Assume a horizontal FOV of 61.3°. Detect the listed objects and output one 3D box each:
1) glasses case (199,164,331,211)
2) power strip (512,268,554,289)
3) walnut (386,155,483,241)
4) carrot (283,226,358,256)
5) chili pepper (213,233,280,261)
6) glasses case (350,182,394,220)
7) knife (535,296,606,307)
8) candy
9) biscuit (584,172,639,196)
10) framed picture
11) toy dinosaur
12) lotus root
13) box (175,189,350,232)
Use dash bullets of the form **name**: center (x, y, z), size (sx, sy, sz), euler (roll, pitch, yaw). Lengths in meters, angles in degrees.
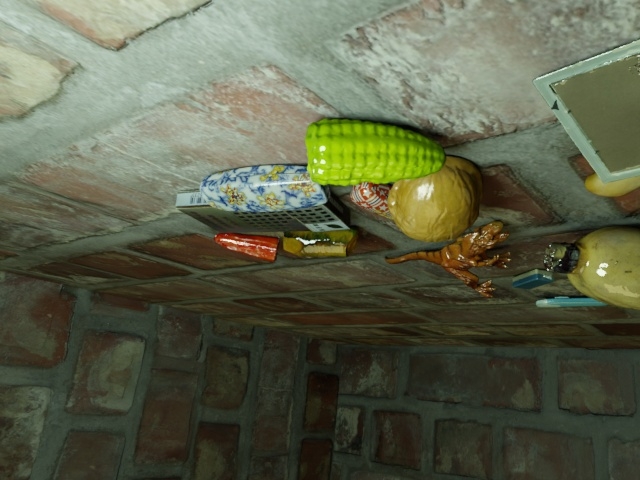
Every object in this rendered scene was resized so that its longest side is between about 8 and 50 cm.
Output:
- **glasses case**: center (-0.103, -0.093, 0.979), size (0.247, 0.065, 0.087), euler (0, 152, 22)
- **power strip**: center (0.592, 0.108, 1.503), size (0.056, 0.032, 0.123), euler (8, 163, -11)
- **walnut**: center (0.200, -0.050, 0.923), size (0.167, 0.087, 0.211), euler (-9, 151, 10)
- **carrot**: center (0.000, 0.000, 1.245), size (0.173, 0.082, 0.082), euler (6, 164, 11)
- **chili pepper**: center (-0.191, 0.010, 1.384), size (0.168, 0.065, 0.088), euler (11, 163, -5)
- **glasses case**: center (0.141, -0.065, 1.028), size (0.194, 0.049, 0.073), euler (15, 161, -31)
- **knife**: center (0.814, 0.198, 1.743), size (0.221, 0.032, 0.064), euler (-4, 158, 18)
- **candy**: center (0.080, -0.124, 0.780), size (0.209, 0.097, 0.097), euler (2, 164, -5)
- **biscuit**: center (0.469, -0.114, 0.763), size (0.164, 0.047, 0.208), euler (0, 163, 24)
- **framed picture**: center (0.411, -0.158, 0.595), size (0.273, 0.016, 0.216), euler (-12, 141, 46)
- **toy dinosaur**: center (0.336, 0.057, 1.305), size (0.208, 0.097, 0.432), euler (25, 155, -15)
- **lotus root**: center (0.587, 0.052, 1.076), size (0.309, 0.183, 0.183), euler (9, 164, -4)
- **box**: center (-0.117, -0.063, 1.129), size (0.324, 0.047, 0.180), euler (-1, 163, 23)
